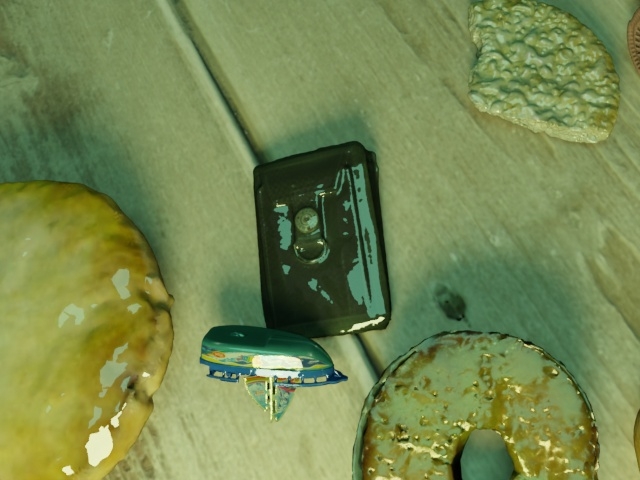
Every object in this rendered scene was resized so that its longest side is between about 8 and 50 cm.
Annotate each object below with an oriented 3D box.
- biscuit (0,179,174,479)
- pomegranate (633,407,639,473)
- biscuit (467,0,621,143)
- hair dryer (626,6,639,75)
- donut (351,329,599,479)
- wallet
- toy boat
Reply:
[{"bbox_3d":[-0.396,0.122,0.880,0.446,0.104,0.429,-16,69,7],"label":"biscuit"},{"bbox_3d":[0.402,0.209,0.672,0.196,0.196,0.196,-3,70,9],"label":"pomegranate"},{"bbox_3d":[0.278,-0.222,0.919,0.188,0.040,0.265,-31,67,-2],"label":"biscuit"},{"bbox_3d":[0.462,-0.361,0.905,0.210,0.125,0.352,-24,62,0],"label":"hair dryer"},{"bbox_3d":[0.167,0.238,0.746,0.272,0.107,0.272,-4,74,13],"label":"donut"},{"bbox_3d":[0.000,0.000,0.886,0.169,0.052,0.245,-9,72,10],"label":"wallet"},{"bbox_3d":[-0.054,0.163,0.829,0.175,0.091,0.110,5,105,8],"label":"toy boat"}]
